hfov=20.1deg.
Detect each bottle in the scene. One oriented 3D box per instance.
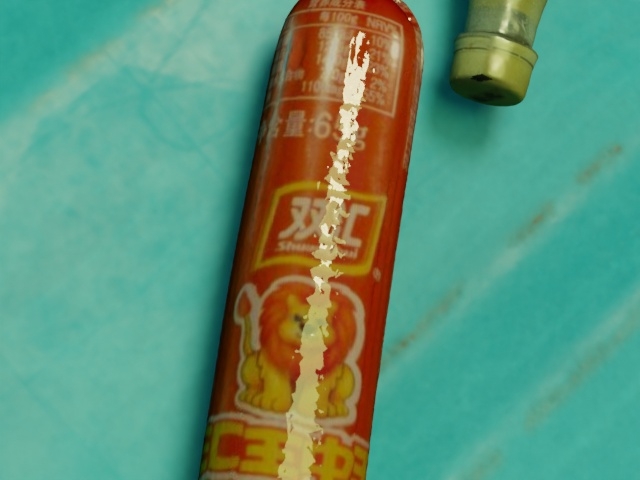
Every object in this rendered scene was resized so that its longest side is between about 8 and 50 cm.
[{"bbox_3d":[0.107,-0.195,0.872,0.083,0.083,0.269,18,78,-15],"label":"bottle"}]

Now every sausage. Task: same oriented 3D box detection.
[{"bbox_3d":[0.000,0.000,0.797,0.074,0.074,0.274,14,73,-16],"label":"sausage"}]
